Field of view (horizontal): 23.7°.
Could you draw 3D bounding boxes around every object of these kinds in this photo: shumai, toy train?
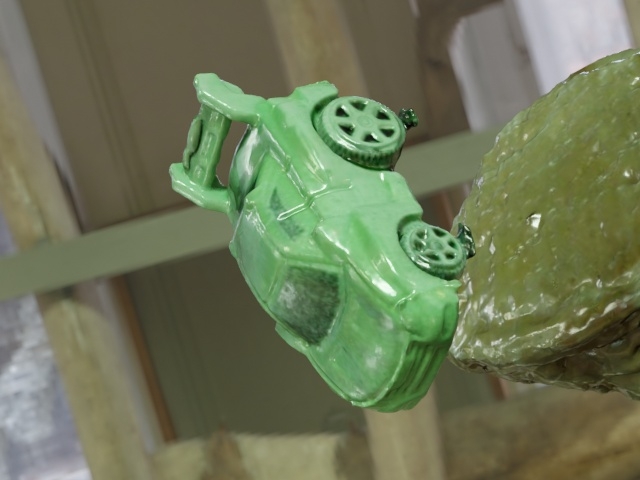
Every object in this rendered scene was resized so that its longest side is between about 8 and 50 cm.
[{"bbox_3d":[0.282,0.041,1.270,0.330,0.288,0.292,-41,40,9],"label":"shumai"},{"bbox_3d":[0.000,0.000,0.635,0.081,0.149,0.099,-4,-41,-26],"label":"toy train"}]
